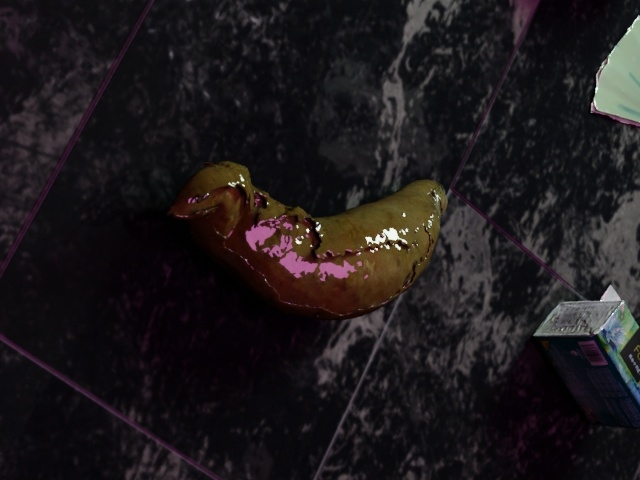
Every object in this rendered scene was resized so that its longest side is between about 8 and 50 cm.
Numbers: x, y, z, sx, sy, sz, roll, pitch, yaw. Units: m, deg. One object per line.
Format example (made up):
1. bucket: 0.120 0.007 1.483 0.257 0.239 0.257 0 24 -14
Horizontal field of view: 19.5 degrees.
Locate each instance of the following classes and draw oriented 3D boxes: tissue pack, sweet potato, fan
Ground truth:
1. tissue pack: 0.264 0.104 1.686 0.079 0.085 0.111 -46 113 -29
2. sweet potato: -0.001 0.003 1.489 0.310 0.098 0.124 2 80 -40
3. fan: 0.345 -0.159 1.804 0.240 0.009 0.131 -10 92 -36
